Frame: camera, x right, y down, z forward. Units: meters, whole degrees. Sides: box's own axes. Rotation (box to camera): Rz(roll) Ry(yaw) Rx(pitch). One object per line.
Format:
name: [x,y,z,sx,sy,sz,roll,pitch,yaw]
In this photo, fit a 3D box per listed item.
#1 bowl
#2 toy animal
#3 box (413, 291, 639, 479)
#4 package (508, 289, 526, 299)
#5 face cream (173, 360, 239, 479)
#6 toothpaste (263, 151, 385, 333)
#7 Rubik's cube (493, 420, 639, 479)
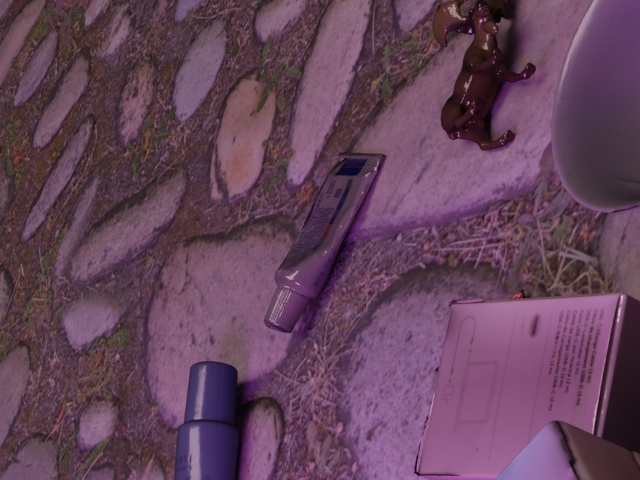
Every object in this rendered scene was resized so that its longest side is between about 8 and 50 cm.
bowl: [0.403,-0.163,1.801,0.345,0.157,0.345,-43,35,40]
toy animal: [0.200,-0.233,2.240,0.214,0.093,0.186,-70,22,8]
box: [0.236,0.169,1.862,0.251,0.106,0.203,-7,63,48]
package: [0.226,0.152,1.995,0.083,0.022,0.200,-46,37,31]
face cream: [-0.163,0.358,2.397,0.135,0.086,0.385,-26,53,51]
toothpaste: [-0.002,-0.001,2.427,0.099,0.068,0.282,20,74,29]
Rubik's cube: [0.260,0.383,1.518,0.290,0.291,0.291,-51,34,22]
